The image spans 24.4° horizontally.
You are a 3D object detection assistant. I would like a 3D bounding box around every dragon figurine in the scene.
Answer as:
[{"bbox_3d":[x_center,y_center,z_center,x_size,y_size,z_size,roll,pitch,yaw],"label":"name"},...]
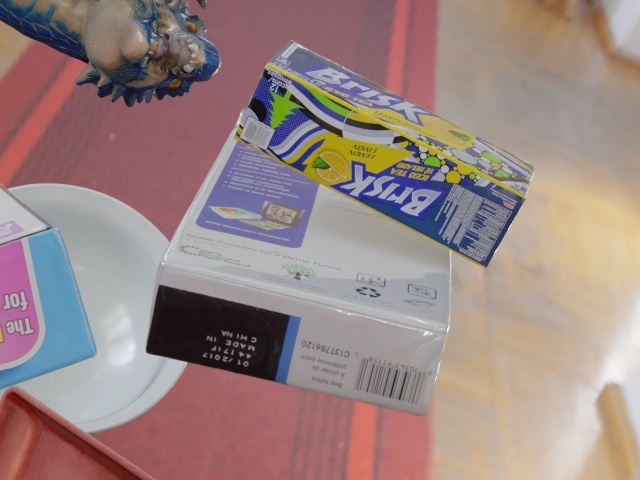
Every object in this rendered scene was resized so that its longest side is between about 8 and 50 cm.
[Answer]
[{"bbox_3d":[-0.150,-0.095,0.491,0.289,0.085,0.144,2,-20,43],"label":"dragon figurine"}]

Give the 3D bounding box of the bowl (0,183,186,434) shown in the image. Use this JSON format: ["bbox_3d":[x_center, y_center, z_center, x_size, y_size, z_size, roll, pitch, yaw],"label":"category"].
[{"bbox_3d":[-0.295,0.095,1.617,0.298,0.134,0.297,9,60,-17],"label":"bowl"}]

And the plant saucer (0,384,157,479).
[{"bbox_3d":[-0.185,0.265,1.033,0.258,0.259,0.048,23,0,45],"label":"plant saucer"}]

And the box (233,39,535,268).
[{"bbox_3d":[0.038,-0.052,0.873,0.169,0.054,0.059,28,25,2],"label":"box"}]

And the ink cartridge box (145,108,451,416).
[{"bbox_3d":[0.000,0.000,0.953,0.165,0.065,0.332,12,21,2],"label":"ink cartridge box"}]

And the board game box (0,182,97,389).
[{"bbox_3d":[-0.288,0.055,0.721,0.317,0.064,0.242,-19,14,-15],"label":"board game box"}]
